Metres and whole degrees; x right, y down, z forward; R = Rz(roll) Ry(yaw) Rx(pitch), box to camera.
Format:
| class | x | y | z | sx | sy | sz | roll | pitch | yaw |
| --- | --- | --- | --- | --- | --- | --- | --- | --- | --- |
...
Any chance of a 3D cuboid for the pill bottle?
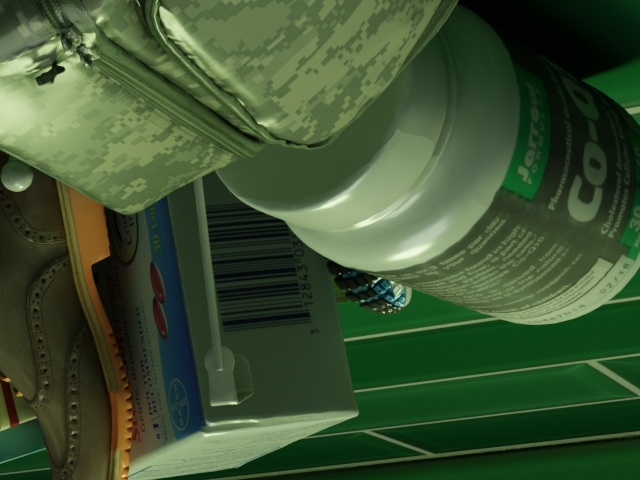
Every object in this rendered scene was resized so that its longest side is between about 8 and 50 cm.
| class | x | y | z | sx | sy | sz | roll | pitch | yaw |
| --- | --- | --- | --- | --- | --- | --- | --- | --- | --- |
| pill bottle | 0.089 | -0.063 | 1.249 | 0.204 | 0.204 | 0.361 | -13 | 161 | 33 |

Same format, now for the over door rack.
| class | x | y | z | sx | sy | sz | roll | pitch | yaw |
| --- | --- | --- | --- | --- | --- | --- | --- | --- | --- |
| over door rack | -0.190 | -0.014 | 1.192 | 0.240 | 0.324 | 0.108 | -5 | -164 | 12 |

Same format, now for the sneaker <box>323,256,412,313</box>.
| class | x | y | z | sx | sy | sz | roll | pitch | yaw |
| --- | --- | --- | --- | --- | --- | --- | --- | --- | --- |
| sneaker | 0.032 | -0.031 | 1.405 | 0.071 | 0.190 | 0.083 | -28 | 179 | 40 |

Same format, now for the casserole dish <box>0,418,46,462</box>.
| class | x | y | z | sx | sy | sz | roll | pitch | yaw |
| --- | --- | --- | --- | --- | --- | --- | --- | --- | --- |
| casserole dish | -0.326 | 0.195 | 1.595 | 0.188 | 0.037 | 0.114 | -14 | -179 | -32 |

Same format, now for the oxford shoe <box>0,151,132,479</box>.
| class | x | y | z | sx | sy | sz | roll | pitch | yaw |
| --- | --- | --- | --- | --- | --- | --- | --- | --- | --- |
| oxford shoe | -0.242 | 0.084 | 1.434 | 0.133 | 0.363 | 0.130 | -11 | -171 | -20 |

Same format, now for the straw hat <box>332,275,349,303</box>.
| class | x | y | z | sx | sy | sz | roll | pitch | yaw |
| --- | --- | --- | --- | --- | --- | --- | --- | --- | --- |
| straw hat | 0.000 | 0.000 | 1.685 | 0.145 | 0.144 | 0.061 | -4 | 124 | 6 |

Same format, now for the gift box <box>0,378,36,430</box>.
| class | x | y | z | sx | sy | sz | roll | pitch | yaw |
| --- | --- | --- | --- | --- | --- | --- | --- | --- | --- |
| gift box | -0.386 | 0.060 | 1.528 | 0.255 | 0.258 | 0.276 | -14 | -178 | 34 |

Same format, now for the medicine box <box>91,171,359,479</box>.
| class | x | y | z | sx | sy | sz | roll | pitch | yaw |
| --- | --- | --- | --- | --- | --- | --- | --- | --- | --- |
| medicine box | -0.111 | 0.062 | 1.505 | 0.149 | 0.263 | 0.289 | -5 | 166 | -27 |

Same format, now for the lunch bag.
| class | x | y | z | sx | sy | sz | roll | pitch | yaw |
| --- | --- | --- | --- | --- | --- | --- | --- | --- | --- |
| lunch bag | -0.073 | -0.168 | 0.892 | 0.256 | 0.212 | 0.305 | -24 | 159 | 12 |
